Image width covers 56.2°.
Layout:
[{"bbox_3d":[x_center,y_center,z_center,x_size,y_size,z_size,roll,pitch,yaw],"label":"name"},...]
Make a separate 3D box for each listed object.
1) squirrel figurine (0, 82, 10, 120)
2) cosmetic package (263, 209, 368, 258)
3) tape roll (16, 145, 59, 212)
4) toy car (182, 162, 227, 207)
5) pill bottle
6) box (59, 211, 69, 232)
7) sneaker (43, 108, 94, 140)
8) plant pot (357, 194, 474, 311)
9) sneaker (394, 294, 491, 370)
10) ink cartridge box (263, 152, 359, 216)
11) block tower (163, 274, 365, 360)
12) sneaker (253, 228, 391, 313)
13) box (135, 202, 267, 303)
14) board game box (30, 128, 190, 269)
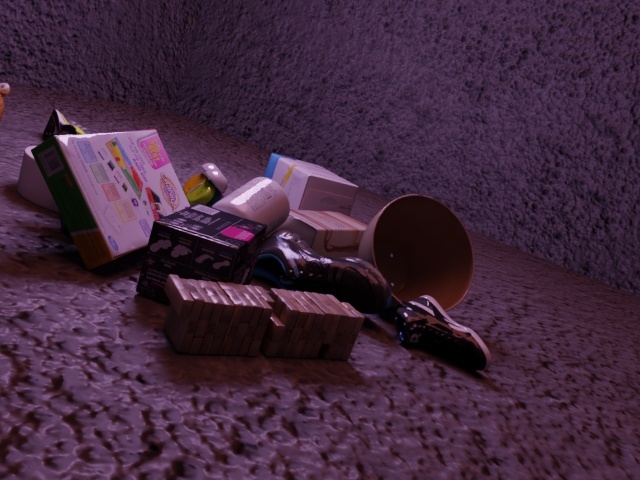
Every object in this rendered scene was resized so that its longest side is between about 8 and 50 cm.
[{"bbox_3d":[-1.048,-0.428,1.627,0.371,0.280,0.397,20,14,-24],"label":"squirrel figurine"},{"bbox_3d":[0.000,0.000,1.597,0.153,0.129,0.296,27,16,29],"label":"cosmetic package"},{"bbox_3d":[-0.571,-0.140,1.451,0.287,0.100,0.286,18,12,-4],"label":"tape roll"},{"bbox_3d":[-0.322,-0.119,1.675,0.136,0.159,0.182,53,-4,-27],"label":"toy car"},{"bbox_3d":[-0.183,-0.046,1.378,0.131,0.131,0.229,24,38,21],"label":"pill bottle"},{"bbox_3d":[-0.450,-0.106,1.305,0.059,0.183,0.233,-21,-16,37],"label":"box"},{"bbox_3d":[-0.819,-0.342,1.980,0.300,0.111,0.121,37,11,39],"label":"sneaker"},{"bbox_3d":[0.202,0.050,1.462,0.284,0.283,0.191,13,-19,-23],"label":"plant pot"},{"bbox_3d":[0.234,0.205,1.232,0.121,0.079,0.217,-14,40,-33],"label":"sneaker"},{"bbox_3d":[-0.049,-0.143,1.967,0.198,0.197,0.270,10,15,-34],"label":"ink cartridge box"},{"bbox_3d":[-0.094,0.134,0.997,0.336,0.097,0.091,12,14,-34],"label":"block tower"},{"bbox_3d":[-0.011,0.089,1.307,0.341,0.124,0.140,20,30,27],"label":"sneaker"},{"bbox_3d":[-0.218,0.030,1.143,0.164,0.142,0.247,18,12,3],"label":"box"},{"bbox_3d":[-0.392,-0.096,1.203,0.064,0.242,0.316,-22,4,21],"label":"board game box"}]
